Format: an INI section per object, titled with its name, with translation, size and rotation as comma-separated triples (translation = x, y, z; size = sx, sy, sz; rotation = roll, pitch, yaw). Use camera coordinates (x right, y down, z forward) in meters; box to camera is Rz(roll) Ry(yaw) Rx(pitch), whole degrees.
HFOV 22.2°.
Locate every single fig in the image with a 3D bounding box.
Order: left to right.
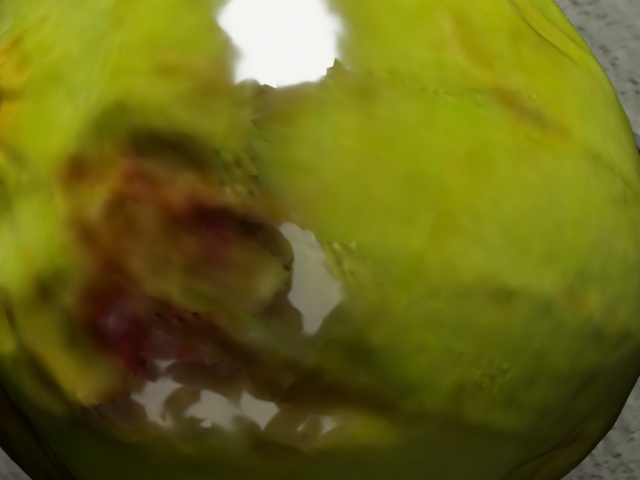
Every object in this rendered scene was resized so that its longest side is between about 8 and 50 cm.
[fig]
translation = 0.000, 0.000, 0.557
size = 0.271, 0.239, 0.239
rotation = 26, 119, -39
